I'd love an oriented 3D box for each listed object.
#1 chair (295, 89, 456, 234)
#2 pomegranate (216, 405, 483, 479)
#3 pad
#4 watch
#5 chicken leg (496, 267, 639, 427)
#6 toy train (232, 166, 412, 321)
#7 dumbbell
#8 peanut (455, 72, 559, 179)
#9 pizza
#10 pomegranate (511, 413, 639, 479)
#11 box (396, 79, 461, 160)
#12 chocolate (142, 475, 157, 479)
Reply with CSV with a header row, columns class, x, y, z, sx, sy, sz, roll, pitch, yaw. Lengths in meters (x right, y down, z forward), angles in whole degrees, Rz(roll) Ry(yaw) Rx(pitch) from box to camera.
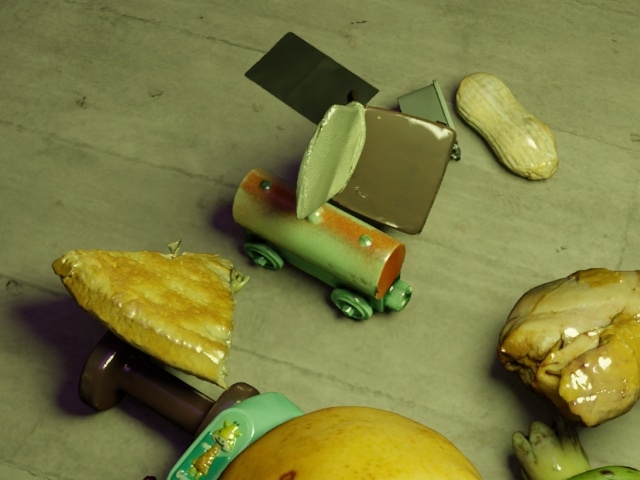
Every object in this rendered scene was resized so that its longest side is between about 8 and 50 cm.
class,x,y,z,sx,sy,sz,roll,pitch,yaw
chair,0.075,-0.104,1.554,0.186,0.319,0.160,21,103,-1
pomegranate,0.056,0.389,1.286,0.416,0.417,0.417,-1,62,2
pad,-0.015,-0.252,1.848,0.193,0.004,0.116,36,68,20
watch,-0.112,0.294,1.456,0.068,0.195,0.237,35,80,26
chicken leg,0.393,0.129,1.421,0.409,0.295,0.182,-17,101,31
toy train,0.000,0.000,1.615,0.285,0.177,0.116,29,68,18
dumbbell,-0.200,0.209,1.541,0.225,0.124,0.140,28,67,16
peanut,0.281,-0.174,1.749,0.087,0.087,0.207,-32,66,-14
pizza,-0.180,0.087,1.566,0.280,0.075,0.287,35,25,19
pomegranate,0.349,0.351,1.401,0.242,0.242,0.306,5,46,5
box,0.163,-0.174,1.758,0.069,0.084,0.122,-18,62,4
chocolate,-0.257,0.393,1.500,0.086,0.028,0.182,39,71,12
